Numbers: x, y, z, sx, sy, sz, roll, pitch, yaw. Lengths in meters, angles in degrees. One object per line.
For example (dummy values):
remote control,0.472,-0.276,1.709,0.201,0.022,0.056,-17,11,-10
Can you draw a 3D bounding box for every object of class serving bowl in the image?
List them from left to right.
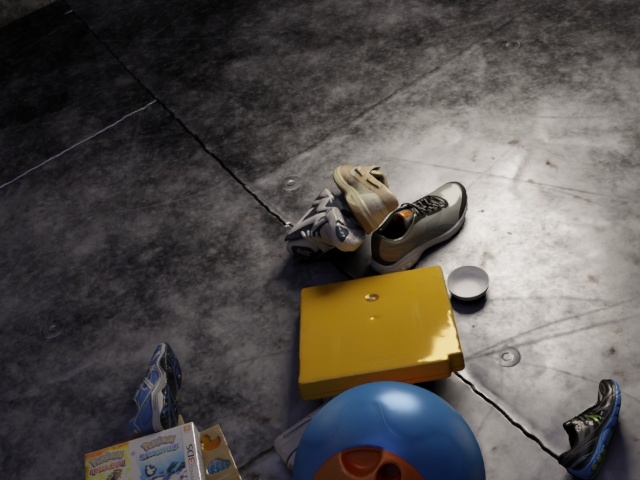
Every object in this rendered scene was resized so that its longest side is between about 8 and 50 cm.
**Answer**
serving bowl,0.286,0.087,1.782,0.083,0.027,0.083,-7,45,7

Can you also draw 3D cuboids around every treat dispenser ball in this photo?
treat dispenser ball,0.102,0.356,1.375,0.288,0.288,0.288,-8,44,7

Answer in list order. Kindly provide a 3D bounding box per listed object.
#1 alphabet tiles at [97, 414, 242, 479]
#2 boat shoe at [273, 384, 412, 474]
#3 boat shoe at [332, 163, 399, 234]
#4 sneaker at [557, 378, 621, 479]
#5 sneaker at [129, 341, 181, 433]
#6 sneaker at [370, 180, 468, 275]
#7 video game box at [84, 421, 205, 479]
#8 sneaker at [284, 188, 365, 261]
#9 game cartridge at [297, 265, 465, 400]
alphabet tiles,-0.269,0.459,1.571,0.285,0.011,0.343,-24,45,-9
boat shoe,0.039,0.299,1.595,0.267,0.096,0.088,-38,53,-11
boat shoe,0.099,-0.104,1.911,0.098,0.109,0.302,-34,18,5
sneaker,0.440,0.298,1.502,0.078,0.067,0.188,20,56,23
sneaker,-0.310,0.272,1.717,0.081,0.080,0.211,-17,35,10
sneaker,0.205,-0.040,1.876,0.100,0.108,0.271,28,57,37
video game box,-0.297,0.422,1.573,0.205,0.048,0.187,-17,42,-2
sneaker,0.000,0.000,1.871,0.153,0.094,0.235,-49,28,13
game cartridge,0.102,0.163,1.675,0.285,0.053,0.324,-10,28,5
